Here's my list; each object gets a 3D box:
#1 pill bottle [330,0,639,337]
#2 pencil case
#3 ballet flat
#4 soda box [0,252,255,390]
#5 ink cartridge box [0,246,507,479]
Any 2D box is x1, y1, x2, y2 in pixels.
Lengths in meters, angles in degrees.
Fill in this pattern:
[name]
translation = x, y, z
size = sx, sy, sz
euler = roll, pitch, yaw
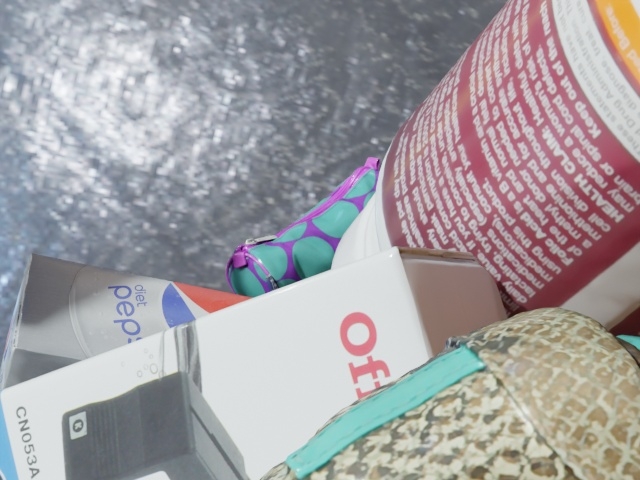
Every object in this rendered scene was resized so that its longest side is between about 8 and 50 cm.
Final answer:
[pill bottle]
translation = 0.169, -0.040, 0.836
size = 0.392, 0.224, 0.224
euler = -49, 58, 51
[pencil case]
translation = 0.000, 0.000, 1.128
size = 0.064, 0.152, 0.070
euler = 9, 128, 53
[ballet flat]
translation = 0.079, 0.257, 0.480
size = 0.164, 0.182, 0.482
euler = -141, 32, -67
[soda box]
translation = -0.088, 0.098, 1.051
size = 0.098, 0.286, 0.091
euler = 115, 162, -45
[ink cartridge box]
translation = -0.039, 0.155, 0.744
size = 0.307, 0.129, 0.223
euler = -21, 79, 22
